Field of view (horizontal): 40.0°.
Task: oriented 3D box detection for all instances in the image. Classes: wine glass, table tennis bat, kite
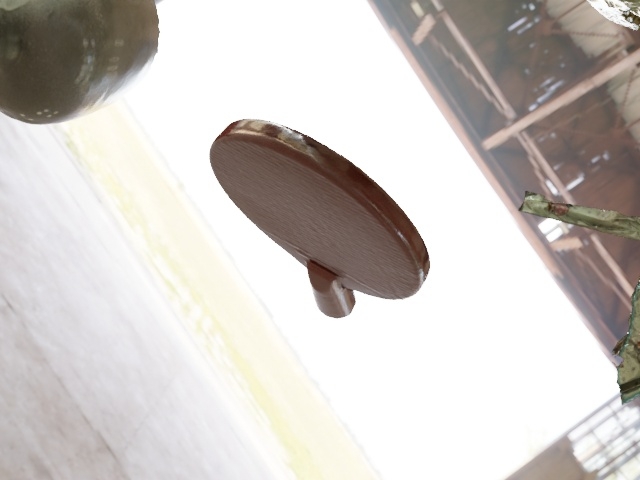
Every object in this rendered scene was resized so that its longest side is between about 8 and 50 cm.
[{"bbox_3d":[-0.346,-0.243,0.982,0.238,0.238,0.323,55,33,8],"label":"wine glass"},{"bbox_3d":[0.000,0.000,0.742,0.200,0.038,0.310,29,-17,17],"label":"table tennis bat"},{"bbox_3d":[0.407,-0.003,0.983,0.369,0.405,0.014,15,-15,11],"label":"kite"}]

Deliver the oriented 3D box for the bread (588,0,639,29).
[{"bbox_3d":[0.191,-0.159,0.477,0.156,0.103,0.110,28,6,-24],"label":"bread"}]
